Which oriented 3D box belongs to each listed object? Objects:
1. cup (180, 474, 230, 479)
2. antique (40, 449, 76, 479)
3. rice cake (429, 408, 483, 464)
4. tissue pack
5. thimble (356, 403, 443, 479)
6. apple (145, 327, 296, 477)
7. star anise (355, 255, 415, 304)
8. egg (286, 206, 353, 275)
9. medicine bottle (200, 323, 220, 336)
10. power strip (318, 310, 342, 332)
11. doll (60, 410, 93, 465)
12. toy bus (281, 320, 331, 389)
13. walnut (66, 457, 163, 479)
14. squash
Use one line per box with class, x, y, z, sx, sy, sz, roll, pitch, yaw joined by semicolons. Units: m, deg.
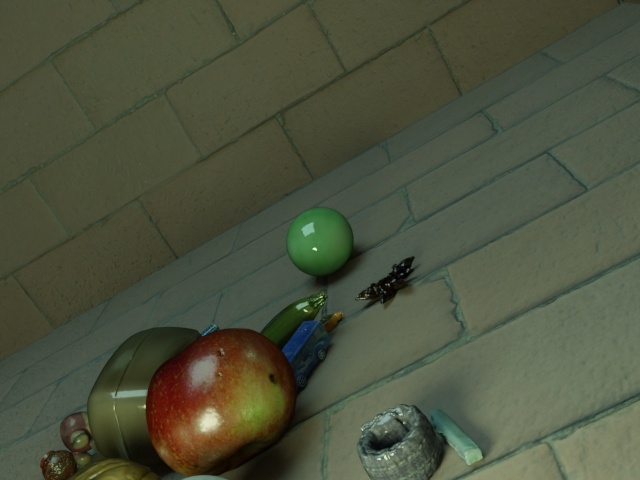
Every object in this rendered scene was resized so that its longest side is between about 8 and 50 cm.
cup;-0.213;0.573;1.191;0.253;0.253;0.371;-29;17;11
antique;-0.760;0.662;2.145;0.104;0.104;0.104;-29;18;10
rice cake;0.242;0.360;1.352;0.042;0.031;0.180;-21;15;-10
tissue pack;-0.461;0.411;1.977;0.276;0.268;0.387;-4;24;7
thimble;0.144;0.381;1.354;0.150;0.098;0.150;-28;19;10
apple;-0.223;0.359;1.656;0.348;0.277;0.348;-26;-22;-12
star anise;0.195;0.122;2.038;0.212;0.054;0.157;-31;17;-2
egg;0.000;0.000;2.415;0.220;0.220;0.270;-24;20;24
medicine bottle;-0.413;0.354;2.452;0.191;0.051;0.051;-41;19;-27
power strip;-0.008;0.254;2.070;0.178;0.028;0.049;-35;17;-11
doll;-0.628;0.536;2.164;0.255;0.152;0.196;-31;4;-34
toy bus;-0.062;0.309;1.905;0.079;0.094;0.236;-16;23;41
walnut;-0.452;0.605;1.517;0.313;0.252;0.277;-50;23;-19
squash;-0.096;0.243;2.043;0.341;0.094;0.094;-47;13;18
